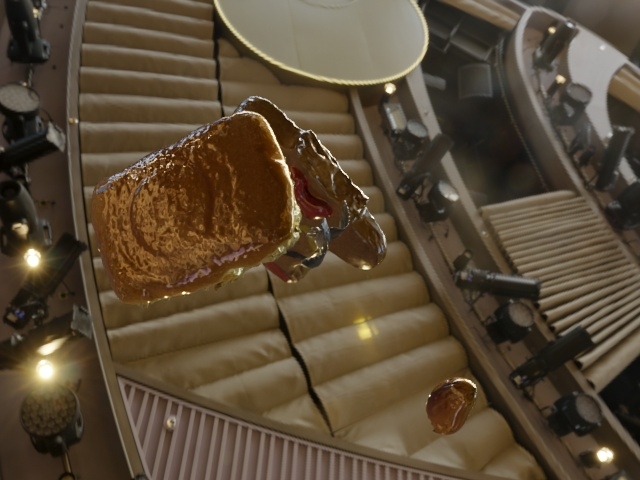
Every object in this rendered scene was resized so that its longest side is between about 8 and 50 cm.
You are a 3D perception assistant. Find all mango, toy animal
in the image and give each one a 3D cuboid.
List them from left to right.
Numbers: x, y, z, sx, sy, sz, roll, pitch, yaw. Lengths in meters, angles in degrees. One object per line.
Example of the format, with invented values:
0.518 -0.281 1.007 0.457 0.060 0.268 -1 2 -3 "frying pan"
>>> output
0.000 -0.001 0.572 0.028 0.050 0.084 41 -118 -8 "toy animal"
0.228 0.280 0.999 0.063 0.127 0.077 -10 -132 -41 "mango"

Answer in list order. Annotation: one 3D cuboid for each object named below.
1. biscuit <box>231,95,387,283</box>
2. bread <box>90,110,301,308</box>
-0.085 -0.067 1.090 0.368 0.394 0.076 50 -121 -16 "biscuit"
-0.135 -0.030 0.651 0.245 0.121 0.174 -21 -97 19 "bread"
